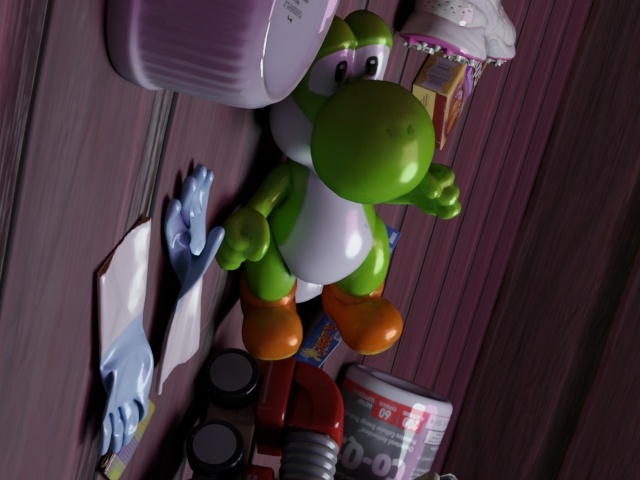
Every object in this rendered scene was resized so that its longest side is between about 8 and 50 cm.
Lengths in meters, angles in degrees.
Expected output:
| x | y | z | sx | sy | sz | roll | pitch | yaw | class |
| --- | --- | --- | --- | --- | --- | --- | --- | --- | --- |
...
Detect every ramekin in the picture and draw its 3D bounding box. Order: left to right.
| x | y | z | sx | sy | sz | roll | pitch | yaw | class |
| --- | --- | --- | --- | --- | --- | --- | --- | --- | --- |
| -0.054 | -0.190 | 1.243 | 0.207 | 0.109 | 0.207 | 21 | 90 | -77 | ramekin |

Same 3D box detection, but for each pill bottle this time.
| x | y | z | sx | sy | sz | roll | pitch | yaw | class |
| --- | --- | --- | --- | --- | --- | --- | --- | --- | --- |
| 0.063 | 0.330 | 2.480 | 0.161 | 0.161 | 0.283 | 8 | 103 | -77 | pill bottle |

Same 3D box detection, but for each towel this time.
| x | y | z | sx | sy | sz | roll | pitch | yaw | class |
| --- | --- | --- | --- | --- | --- | --- | --- | --- | --- |
| -0.171 | 0.174 | 1.582 | 0.060 | 0.009 | 0.083 | 77 | 37 | -70 | towel |

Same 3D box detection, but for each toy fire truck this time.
| x | y | z | sx | sy | sz | roll | pitch | yaw | class |
| --- | --- | --- | --- | --- | --- | --- | --- | --- | --- |
| -0.007 | 0.222 | 1.737 | 0.158 | 0.246 | 0.217 | 91 | 9 | -58 | toy fire truck |

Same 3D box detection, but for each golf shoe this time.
| x | y | z | sx | sy | sz | roll | pitch | yaw | class |
| --- | --- | --- | --- | --- | --- | --- | --- | --- | --- |
| 0.180 | -0.280 | 2.094 | 0.306 | 0.115 | 0.140 | -26 | 130 | -76 | golf shoe |

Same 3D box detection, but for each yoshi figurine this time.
| x | y | z | sx | sy | sz | roll | pitch | yaw | class |
| --- | --- | --- | --- | --- | --- | --- | --- | --- | --- |
| 0.018 | -0.030 | 1.642 | 0.203 | 0.203 | 0.362 | -47 | 153 | -44 | yoshi figurine |

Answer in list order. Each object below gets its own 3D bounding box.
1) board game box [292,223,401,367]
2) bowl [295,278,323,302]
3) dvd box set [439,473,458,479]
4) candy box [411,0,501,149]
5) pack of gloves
| x | y | z | sx | sy | sz | roll | pitch | yaw | class |
| --- | --- | --- | --- | --- | --- | --- | --- | --- | --- |
| 0.019 | 0.075 | 2.034 | 0.136 | 0.035 | 0.201 | -61 | -177 | -29 | board game box |
| 0.000 | 0.000 | 1.923 | 0.142 | 0.053 | 0.142 | -37 | 147 | -70 | bowl |
| 0.024 | 0.495 | 2.391 | 0.308 | 0.062 | 0.420 | -13 | 139 | -19 | dvd box set |
| 0.172 | -0.221 | 2.286 | 0.109 | 0.053 | 0.186 | 93 | 21 | -55 | candy box |
| -0.125 | 0.064 | 1.491 | 0.195 | 0.046 | 0.232 | -57 | 160 | -47 | pack of gloves |
